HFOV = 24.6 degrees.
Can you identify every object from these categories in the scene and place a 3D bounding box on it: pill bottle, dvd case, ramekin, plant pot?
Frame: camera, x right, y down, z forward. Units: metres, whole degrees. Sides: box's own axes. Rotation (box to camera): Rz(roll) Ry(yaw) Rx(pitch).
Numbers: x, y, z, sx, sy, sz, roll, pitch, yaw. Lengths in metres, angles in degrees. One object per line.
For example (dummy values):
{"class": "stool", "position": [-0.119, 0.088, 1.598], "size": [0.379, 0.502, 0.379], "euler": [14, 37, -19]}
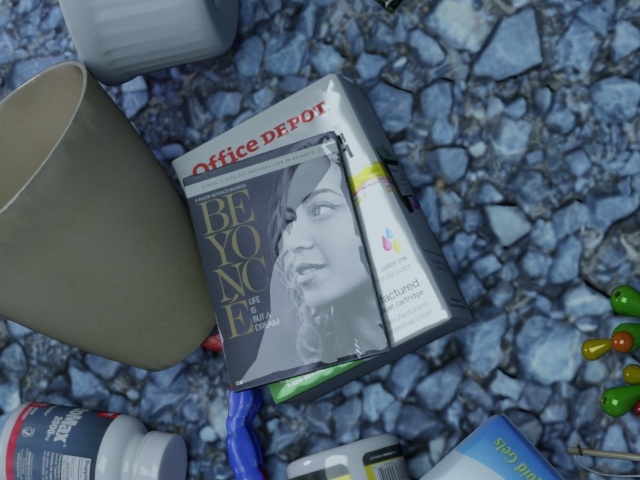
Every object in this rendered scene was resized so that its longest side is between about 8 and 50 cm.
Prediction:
{"class": "pill bottle", "position": [-0.238, 0.232, 1.551], "size": [0.180, 0.108, 0.108], "euler": [5, 87, 17]}
{"class": "dvd case", "position": [-0.035, 0.021, 1.430], "size": [0.164, 0.018, 0.221], "euler": [-16, 80, 16]}
{"class": "ramekin", "position": [-0.174, -0.303, 1.499], "size": [0.135, 0.277, 0.277], "euler": [-6, 83, 9]}
{"class": "pill bottle", "position": [0.049, 0.305, 1.450], "size": [0.119, 0.119, 0.208], "euler": [-19, 79, 15]}
{"class": "plant pot", "position": [-0.230, 0.005, 1.477], "size": [0.256, 0.256, 0.274], "euler": [-41, 118, 10]}

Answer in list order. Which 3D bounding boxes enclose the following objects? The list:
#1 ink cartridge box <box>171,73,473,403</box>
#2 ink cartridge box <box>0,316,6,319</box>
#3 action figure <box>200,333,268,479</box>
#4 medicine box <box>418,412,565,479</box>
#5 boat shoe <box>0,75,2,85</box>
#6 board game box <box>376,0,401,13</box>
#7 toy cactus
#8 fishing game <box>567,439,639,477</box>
{"class": "ink cartridge box", "position": [0.000, 0.000, 1.493], "size": [0.201, 0.117, 0.278], "euler": [-28, 77, 13]}
{"class": "ink cartridge box", "position": [-0.326, -0.010, 1.624], "size": [0.180, 0.060, 0.104], "euler": [-45, 74, 8]}
{"class": "action figure", "position": [-0.108, 0.247, 1.519], "size": [0.139, 0.091, 0.280], "euler": [-17, 79, 6]}
{"class": "medicine box", "position": [0.137, 0.347, 1.298], "size": [0.289, 0.149, 0.263], "euler": [-41, 78, -6]}
{"class": "boat shoe", "position": [-0.407, -0.196, 1.680], "size": [0.100, 0.035, 0.035], "euler": [8, 90, 24]}
{"class": "board game box", "position": [0.023, -0.373, 1.567], "size": [0.260, 0.030, 0.136], "euler": [43, 100, 16]}
{"class": "toy cactus", "position": [0.361, 0.089, 1.393], "size": [0.180, 0.112, 0.219], "euler": [31, 86, 7]}
{"class": "fishing game", "position": [0.296, 0.326, 1.387], "size": [0.189, 0.041, 0.264], "euler": [8, 73, 19]}
